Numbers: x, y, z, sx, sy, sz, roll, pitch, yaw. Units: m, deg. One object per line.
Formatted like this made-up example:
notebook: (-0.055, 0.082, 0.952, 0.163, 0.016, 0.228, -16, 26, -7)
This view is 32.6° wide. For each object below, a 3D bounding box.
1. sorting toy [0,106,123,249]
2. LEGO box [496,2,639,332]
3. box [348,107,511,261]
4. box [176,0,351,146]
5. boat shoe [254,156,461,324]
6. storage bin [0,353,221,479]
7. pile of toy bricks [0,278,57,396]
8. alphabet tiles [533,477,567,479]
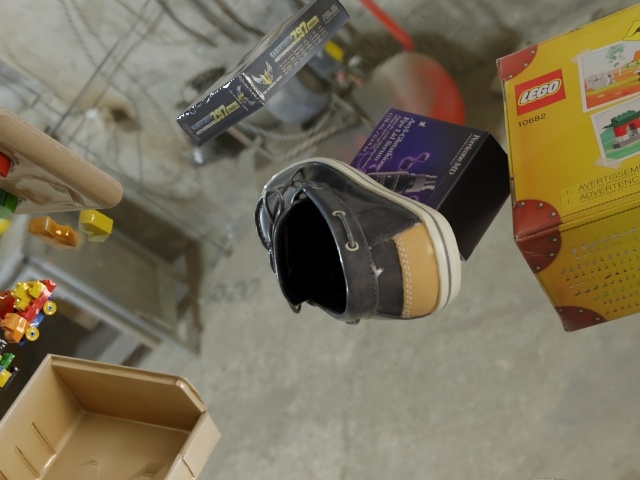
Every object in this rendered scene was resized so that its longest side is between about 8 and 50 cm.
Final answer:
sorting toy: (-0.345, -0.051, 1.246, 0.229, 0.307, 0.041, -7, 64, 29)
LEGO box: (0.490, -0.144, 1.359, 0.500, 0.193, 0.373, -19, 40, 23)
box: (0.149, -0.082, 1.533, 0.207, 0.108, 0.153, 20, 71, 48)
box: (-0.081, -0.245, 1.561, 0.183, 0.059, 0.233, -22, 23, 52)
boat shoe: (0.000, 0.000, 1.454, 0.155, 0.187, 0.500, -14, 16, -21)
storage bin: (-0.307, 0.302, 1.443, 0.260, 0.123, 0.262, 4, 46, 30)
pile of toy bricks: (-0.363, 0.110, 1.081, 0.118, 0.105, 0.212, -8, 47, 57)
alphabet tiles: (0.463, 0.570, 2.078, 0.198, 0.009, 0.237, 150, 108, -69)
